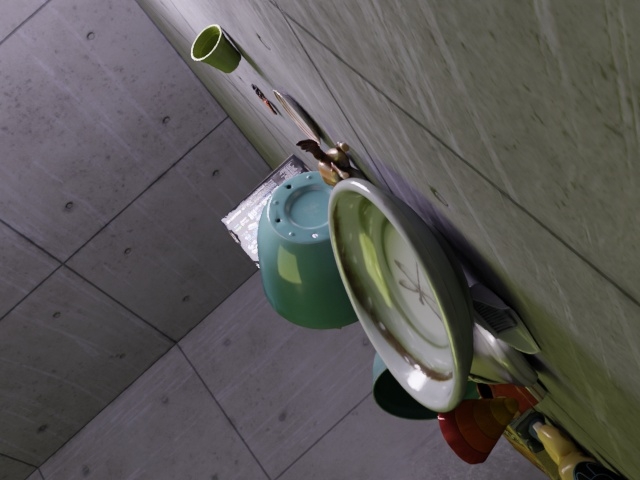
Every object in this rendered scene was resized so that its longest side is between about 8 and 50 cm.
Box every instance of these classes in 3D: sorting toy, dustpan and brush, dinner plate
[{"bbox_3d":[0.245,0.197,1.493,0.127,0.126,0.366,8,-128,-45],"label":"sorting toy"},{"bbox_3d":[0.248,0.107,1.378,0.147,0.060,0.211,49,179,-42],"label":"dustpan and brush"},{"bbox_3d":[-0.041,-0.238,1.631,0.141,0.017,0.141,47,178,3],"label":"dinner plate"}]

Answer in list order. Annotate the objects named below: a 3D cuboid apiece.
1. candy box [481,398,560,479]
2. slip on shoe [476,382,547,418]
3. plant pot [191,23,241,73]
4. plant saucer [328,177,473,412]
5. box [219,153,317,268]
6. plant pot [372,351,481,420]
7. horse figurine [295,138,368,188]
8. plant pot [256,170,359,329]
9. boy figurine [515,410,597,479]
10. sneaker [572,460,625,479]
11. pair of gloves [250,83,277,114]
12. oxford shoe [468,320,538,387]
[{"bbox_3d":[0.540,0.501,2.300,0.316,0.087,0.183,48,173,-33],"label":"candy box"},{"bbox_3d":[0.370,0.291,1.807,0.123,0.101,0.331,47,180,-11],"label":"slip on shoe"},{"bbox_3d":[-0.204,-0.378,1.716,0.079,0.083,0.083,34,-171,-44],"label":"plant pot"},{"bbox_3d":[0.146,0.074,1.366,0.400,0.100,0.401,56,161,30],"label":"plant saucer"},{"bbox_3d":[-0.088,-0.048,2.388,0.293,0.295,0.073,46,178,27],"label":"box"},{"bbox_3d":[0.267,0.296,2.171,0.293,0.293,0.196,49,-156,-39],"label":"plant pot"},{"bbox_3d":[0.058,-0.097,1.530,0.263,0.066,0.174,46,173,-13],"label":"horse figurine"},{"bbox_3d":[0.000,0.000,1.756,0.293,0.293,0.235,47,163,32],"label":"plant pot"},{"bbox_3d":[0.560,0.501,1.964,0.177,0.092,0.285,51,-179,-15],"label":"boy figurine"},{"bbox_3d":[0.586,0.504,1.660,0.232,0.081,0.090,37,169,41],"label":"sneaker"},{"bbox_3d":[-0.130,-0.327,1.970,0.083,0.010,0.074,50,-179,21],"label":"pair of gloves"},{"bbox_3d":[0.294,0.219,1.661,0.169,0.130,0.449,53,175,-9],"label":"oxford shoe"}]
